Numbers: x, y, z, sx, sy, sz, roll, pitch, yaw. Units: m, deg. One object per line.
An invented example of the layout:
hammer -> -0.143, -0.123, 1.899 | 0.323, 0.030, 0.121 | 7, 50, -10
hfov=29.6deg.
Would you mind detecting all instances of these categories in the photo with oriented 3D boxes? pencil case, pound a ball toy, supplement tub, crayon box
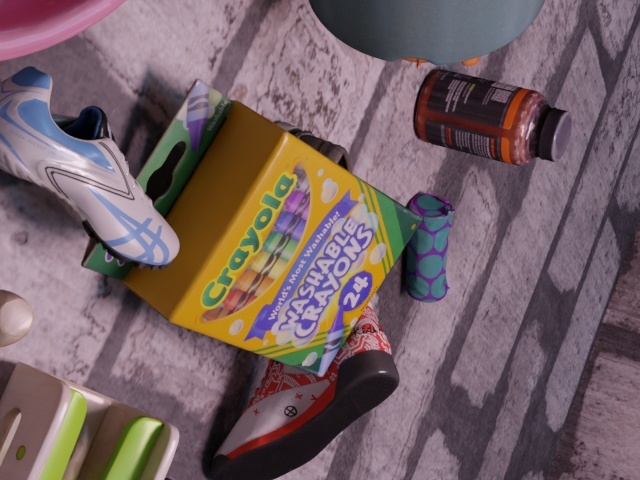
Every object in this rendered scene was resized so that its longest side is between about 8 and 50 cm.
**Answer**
pencil case -> 0.158, 0.011, 1.740 | 0.070, 0.064, 0.152 | -18, 125, -30
pound a ball toy -> -0.264, 0.213, 0.982 | 0.208, 0.135, 0.319 | 29, 78, -38
supplement tub -> 0.235, -0.162, 1.636 | 0.106, 0.197, 0.106 | -42, 141, -46
crayon box -> -0.052, 0.002, 1.180 | 0.323, 0.083, 0.203 | 28, 95, -53

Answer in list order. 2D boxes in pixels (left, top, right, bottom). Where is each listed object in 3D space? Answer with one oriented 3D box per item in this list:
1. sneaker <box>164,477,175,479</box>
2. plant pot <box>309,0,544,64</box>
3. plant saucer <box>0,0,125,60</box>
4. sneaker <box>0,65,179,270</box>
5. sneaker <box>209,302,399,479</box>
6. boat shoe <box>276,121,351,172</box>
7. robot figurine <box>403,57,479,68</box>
sneaker -> -0.209, 0.302, 1.155 | 0.226, 0.086, 0.163 | -58, 153, -27
plant pot -> 0.104, -0.368, 1.135 | 0.341, 0.341, 0.334 | -56, 157, -31
plant saucer -> -0.210, -0.271, 0.712 | 0.332, 0.084, 0.332 | -24, 133, -29
sneaker -> -0.178, -0.050, 0.972 | 0.086, 0.085, 0.237 | -49, 140, -3
sneaker -> -0.031, 0.163, 1.383 | 0.270, 0.145, 0.090 | -39, 138, 26
boat shoe -> -0.002, 0.003, 1.383 | 0.109, 0.091, 0.305 | -53, 148, -36
robot figurine -> 0.139, -0.296, 1.442 | 0.219, 0.128, 0.158 | -51, 147, -35
